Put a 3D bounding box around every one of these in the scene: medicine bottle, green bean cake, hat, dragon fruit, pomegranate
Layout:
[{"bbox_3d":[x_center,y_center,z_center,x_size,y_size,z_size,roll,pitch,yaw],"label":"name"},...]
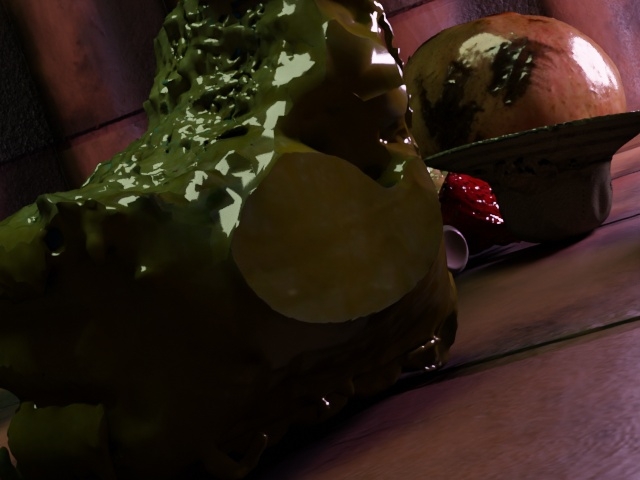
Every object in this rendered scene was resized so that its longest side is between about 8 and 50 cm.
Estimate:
[{"bbox_3d":[0.107,0.016,1.212,0.052,0.052,0.089,-21,4,-36],"label":"medicine bottle"},{"bbox_3d":[-0.056,-0.017,0.688,0.202,0.285,0.310,-9,10,44],"label":"green bean cake"},{"bbox_3d":[0.228,-0.052,1.164,0.252,0.109,0.252,-11,-1,0],"label":"hat"},{"bbox_3d":[0.168,-0.019,1.276,0.162,0.106,0.083,-61,-3,-69],"label":"dragon fruit"},{"bbox_3d":[0.254,-0.170,1.608,0.322,0.322,0.322,-19,3,1],"label":"pomegranate"}]

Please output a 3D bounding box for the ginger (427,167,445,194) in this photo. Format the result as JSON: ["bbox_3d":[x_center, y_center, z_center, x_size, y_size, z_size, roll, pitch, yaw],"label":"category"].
[{"bbox_3d":[0.066,-0.006,1.438,0.259,0.065,0.149,-26,33,32],"label":"ginger"}]

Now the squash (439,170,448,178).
[{"bbox_3d":[0.155,-0.028,1.531,0.105,0.105,0.132,-19,-14,-5],"label":"squash"}]
